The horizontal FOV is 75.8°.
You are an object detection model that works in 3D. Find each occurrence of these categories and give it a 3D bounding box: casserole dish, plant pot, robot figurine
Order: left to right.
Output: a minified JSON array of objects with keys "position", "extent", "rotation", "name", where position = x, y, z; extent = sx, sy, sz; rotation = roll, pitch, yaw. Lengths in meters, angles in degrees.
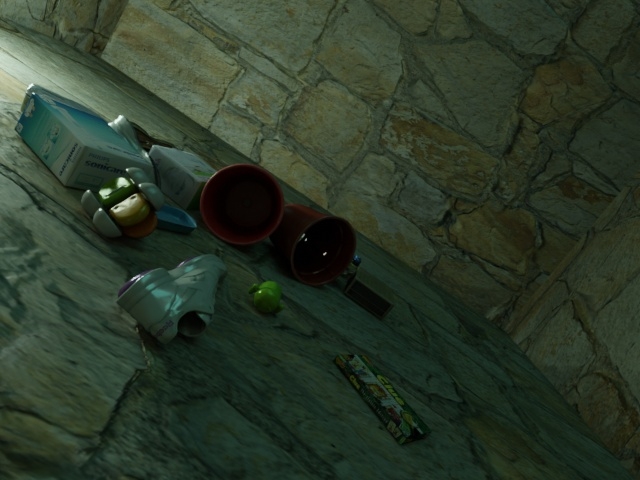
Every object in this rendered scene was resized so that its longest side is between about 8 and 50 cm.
[{"position":[-0.447,-0.066,1.191],"extent":[0.114,0.036,0.188],"rotation":[42,13,34],"name":"casserole dish"},{"position":[-0.264,-0.129,1.453],"extent":[0.275,0.274,0.243],"rotation":[33,3,-8],"name":"plant pot"},{"position":[-0.139,0.149,1.090],"extent":[0.101,0.067,0.115],"rotation":[41,11,-7],"name":"robot figurine"},{"position":[-0.052,-0.009,1.548],"extent":[0.273,0.272,0.265],"rotation":[25,8,-40],"name":"plant pot"}]

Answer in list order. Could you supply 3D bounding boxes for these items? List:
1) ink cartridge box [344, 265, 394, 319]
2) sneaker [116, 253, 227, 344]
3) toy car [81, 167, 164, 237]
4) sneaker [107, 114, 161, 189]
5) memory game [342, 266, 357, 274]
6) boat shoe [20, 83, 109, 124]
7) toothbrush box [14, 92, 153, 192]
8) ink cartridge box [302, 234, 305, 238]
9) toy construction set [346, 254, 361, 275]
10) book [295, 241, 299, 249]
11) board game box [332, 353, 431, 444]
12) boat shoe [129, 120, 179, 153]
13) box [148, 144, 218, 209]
[{"position":[0.207,0.214,1.732],"extent":[0.193,0.088,0.235],"rotation":[36,11,2],"name":"ink cartridge box"},{"position":[-0.267,0.119,0.833],"extent":[0.152,0.114,0.305],"rotation":[49,17,4],"name":"sneaker"},{"position":[-0.459,-0.075,0.990],"extent":[0.182,0.159,0.136],"rotation":[41,-21,32],"name":"toy car"},{"position":[-0.622,-0.263,1.343],"extent":[0.297,0.129,0.111],"rotation":[55,-18,10],"name":"sneaker"},{"position":[0.060,0.115,1.703],"extent":[0.187,0.012,0.186],"rotation":[6,10,-1],"name":"memory game"},{"position":[-0.835,-0.411,1.368],"extent":[0.109,0.094,0.302],"rotation":[43,9,25],"name":"boat shoe"},{"position":[-0.660,-0.259,1.158],"extent":[0.296,0.126,0.216],"rotation":[38,11,21],"name":"toothbrush box"},{"position":[0.000,0.000,2.086],"extent":[0.209,0.062,0.109],"rotation":[30,13,-22],"name":"ink cartridge box"},{"position":[0.089,0.058,1.928],"extent":[0.215,0.151,0.328],"rotation":[38,23,6],"name":"toy construction set"},{"position":[-0.142,0.004,1.759],"extent":[0.144,0.035,0.096],"rotation":[36,13,16],"name":"book"},{"position":[0.151,0.387,1.031],"extent":[0.136,0.030,0.260],"rotation":[24,15,-50],"name":"board game box"},{"position":[-0.655,-0.338,1.596],"extent":[0.307,0.111,0.104],"rotation":[25,40,-60],"name":"boat shoe"},{"position":[-0.482,-0.228,1.520],"extent":[0.231,0.126,0.262],"rotation":[35,12,8],"name":"box"}]
